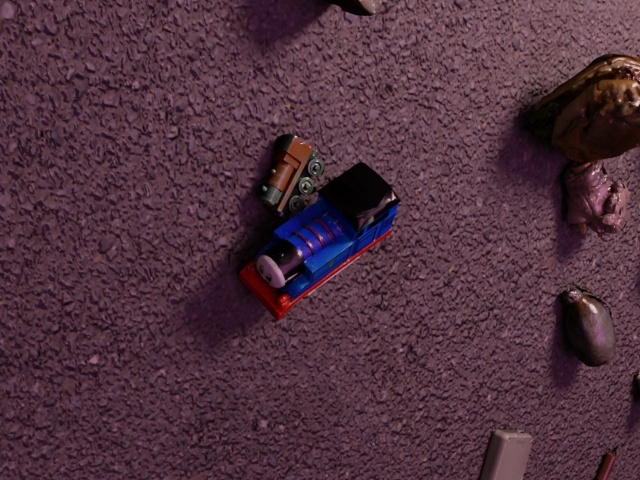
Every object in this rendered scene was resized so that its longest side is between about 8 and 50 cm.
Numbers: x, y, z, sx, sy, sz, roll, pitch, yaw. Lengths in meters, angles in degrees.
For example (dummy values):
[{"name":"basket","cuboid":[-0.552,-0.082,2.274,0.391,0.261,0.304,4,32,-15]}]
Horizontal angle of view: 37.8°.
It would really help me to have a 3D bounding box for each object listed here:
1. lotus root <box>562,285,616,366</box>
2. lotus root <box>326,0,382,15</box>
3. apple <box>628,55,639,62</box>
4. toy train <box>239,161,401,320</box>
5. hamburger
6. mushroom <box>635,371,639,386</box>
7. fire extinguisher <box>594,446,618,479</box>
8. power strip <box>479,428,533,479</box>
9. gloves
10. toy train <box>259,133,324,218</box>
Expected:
[{"name":"lotus root","cuboid":[0.472,0.150,1.636,0.088,0.088,0.165,-29,108,-29]},{"name":"lotus root","cuboid":[0.082,-0.390,1.166,0.235,0.119,0.138,-43,124,-20]},{"name":"apple","cuboid":[0.497,-0.264,1.540,0.074,0.089,0.089,47,69,-3]},{"name":"toy train","cuboid":[0.000,0.000,1.196,0.204,0.083,0.131,-36,162,-24]},{"name":"hamburger","cuboid":[0.440,-0.206,1.457,0.183,0.206,0.130,18,58,-37]},{"name":"mushroom","cuboid":[0.647,0.285,1.816,0.079,0.085,0.085,32,80,-9]},{"name":"fire extinguisher","cuboid":[0.555,0.437,1.804,0.022,0.028,0.083,26,84,-6]},{"name":"power strip","cuboid":[0.311,0.413,1.604,0.081,0.035,0.192,12,94,-40]},{"name":"gloves","cuboid":[0.466,-0.073,1.568,0.144,0.094,0.110,40,65,-29]},{"name":"toy train","cuboid":[-0.041,-0.080,1.199,0.064,0.044,0.103,33,79,-35]}]
